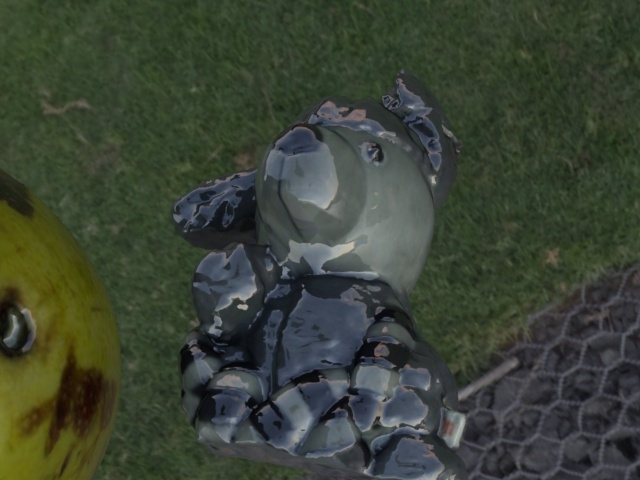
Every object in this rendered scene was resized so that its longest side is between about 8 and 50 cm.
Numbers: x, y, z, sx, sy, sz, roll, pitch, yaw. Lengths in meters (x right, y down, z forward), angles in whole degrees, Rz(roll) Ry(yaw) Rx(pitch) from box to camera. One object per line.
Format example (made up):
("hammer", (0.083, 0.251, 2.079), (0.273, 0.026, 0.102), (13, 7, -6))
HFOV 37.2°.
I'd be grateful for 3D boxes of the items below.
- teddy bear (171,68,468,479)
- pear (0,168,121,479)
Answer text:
("teddy bear", (-0.012, 0.014, 0.513), (0.171, 0.144, 0.251), (-10, 67, 18))
("pear", (-0.233, 0.060, 0.449), (0.284, 0.283, 0.283), (-11, 62, 21))
